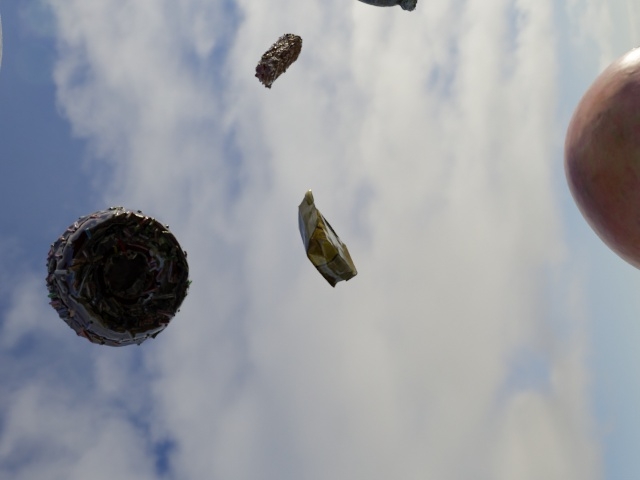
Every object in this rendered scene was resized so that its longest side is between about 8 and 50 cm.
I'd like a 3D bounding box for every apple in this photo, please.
[{"bbox_3d":[0.533,-0.110,1.076,0.364,0.364,0.363,-10,-90,-66],"label":"apple"}]

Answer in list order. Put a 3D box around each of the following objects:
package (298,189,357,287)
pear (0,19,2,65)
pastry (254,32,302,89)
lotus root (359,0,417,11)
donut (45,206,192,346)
[{"bbox_3d":[0.000,0.000,1.043,0.131,0.047,0.071,53,-167,-46],"label":"package"},{"bbox_3d":[-0.517,-0.253,0.949,0.253,0.253,0.307,-58,-25,-56],"label":"pear"},{"bbox_3d":[-0.099,-0.405,1.733,0.169,0.063,0.087,-54,-13,-41],"label":"pastry"},{"bbox_3d":[0.101,-0.456,1.363,0.088,0.165,0.088,26,-90,-88],"label":"lotus root"},{"bbox_3d":[-0.314,0.058,1.238,0.235,0.089,0.235,4,-99,-30],"label":"donut"}]
